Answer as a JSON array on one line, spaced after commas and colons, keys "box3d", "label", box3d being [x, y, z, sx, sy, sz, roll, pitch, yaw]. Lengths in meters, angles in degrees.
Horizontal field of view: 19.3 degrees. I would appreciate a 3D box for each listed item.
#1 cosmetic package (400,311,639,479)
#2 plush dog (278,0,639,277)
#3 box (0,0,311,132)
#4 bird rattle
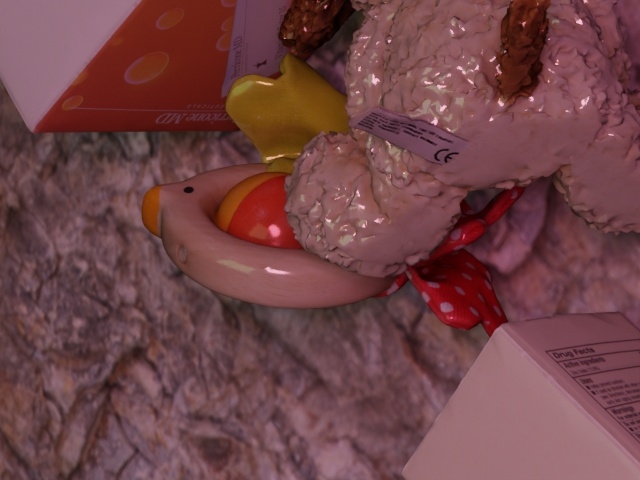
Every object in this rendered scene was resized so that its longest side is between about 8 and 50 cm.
[{"box3d": [0.209, 0.186, 1.105, 0.296, 0.153, 0.129, 47, 118, 29], "label": "cosmetic package"}, {"box3d": [0.090, -0.129, 1.129, 0.210, 0.262, 0.225, 83, 175, -50], "label": "plush dog"}, {"box3d": [-0.063, -0.241, 1.260, 0.345, 0.215, 0.168, -44, 66, 33], "label": "box"}, {"box3d": [0.000, 0.000, 1.245, 0.253, 0.207, 0.143, 44, 137, 39], "label": "bird rattle"}]
